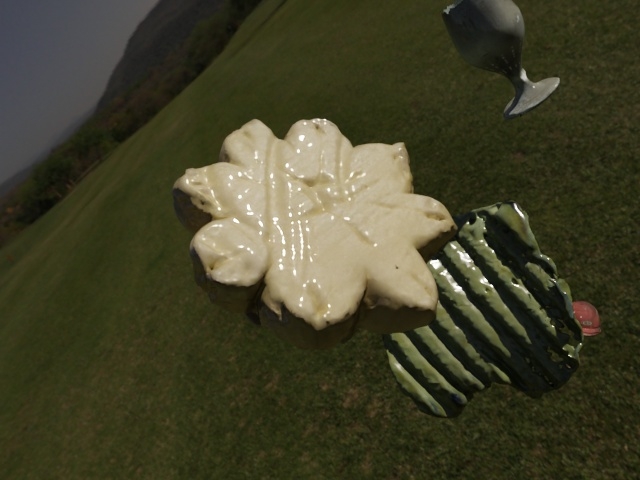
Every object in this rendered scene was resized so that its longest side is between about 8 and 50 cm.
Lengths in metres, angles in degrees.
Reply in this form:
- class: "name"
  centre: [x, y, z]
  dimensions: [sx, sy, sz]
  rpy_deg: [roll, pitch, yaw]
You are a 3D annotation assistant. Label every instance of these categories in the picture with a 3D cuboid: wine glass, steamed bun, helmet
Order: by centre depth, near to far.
- class: "steamed bun"
  centre: [0.000, 0.000, 0.563]
  dimensions: [0.295, 0.292, 0.137]
  rpy_deg: [-47, -15, -38]
- class: "wine glass"
  centre: [0.331, -0.354, 0.946]
  dimensions: [0.126, 0.241, 0.126]
  rpy_deg: [-39, 16, 14]
- class: "helmet"
  centre: [0.504, 0.144, 0.981]
  dimensions: [0.065, 0.049, 0.084]
  rpy_deg: [3, 18, 4]

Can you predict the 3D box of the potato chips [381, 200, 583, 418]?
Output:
- class: "potato chips"
  centre: [0.286, 0.131, 0.993]
  dimensions: [0.373, 0.097, 0.389]
  rpy_deg: [-24, 72, 27]
